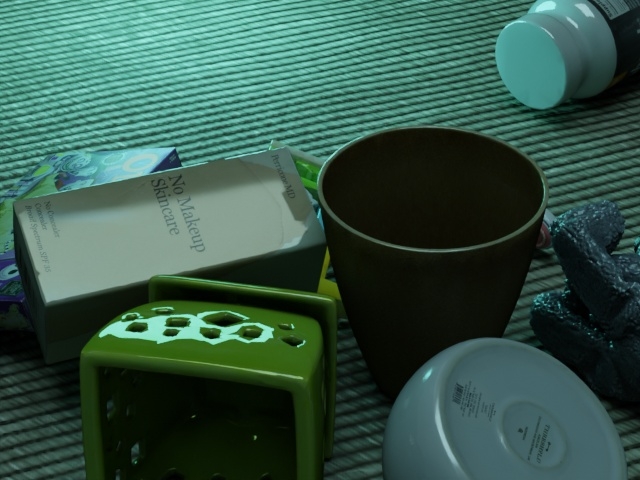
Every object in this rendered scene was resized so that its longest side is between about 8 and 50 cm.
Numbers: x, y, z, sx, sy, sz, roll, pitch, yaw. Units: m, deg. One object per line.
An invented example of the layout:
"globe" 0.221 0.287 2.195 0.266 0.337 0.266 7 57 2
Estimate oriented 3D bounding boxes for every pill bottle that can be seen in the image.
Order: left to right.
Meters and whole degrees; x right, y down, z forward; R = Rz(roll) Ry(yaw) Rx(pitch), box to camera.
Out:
"pill bottle" 0.388 -0.294 2.282 0.278 0.162 0.162 -30 44 -34

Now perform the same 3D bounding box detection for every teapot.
"teapot" 0.152 0.233 1.525 0.256 0.187 0.252 -8 60 -39

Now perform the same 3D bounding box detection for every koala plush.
"koala plush" 0.380 0.059 1.772 0.221 0.196 0.203 -22 52 -28

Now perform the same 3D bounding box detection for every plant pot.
"plant pot" -0.095 0.164 1.593 0.228 0.227 0.207 6 29 10
"plant pot" 0.116 0.046 1.719 0.237 0.254 0.237 -1 34 0

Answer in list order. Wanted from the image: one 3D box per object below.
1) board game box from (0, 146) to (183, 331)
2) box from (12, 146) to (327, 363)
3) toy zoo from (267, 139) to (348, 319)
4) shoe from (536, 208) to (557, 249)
"board game box" -0.334 -0.007 1.936 0.208 0.056 0.347 3 33 28
"box" -0.163 0.014 1.740 0.311 0.121 0.148 -14 58 -18
"toy zoo" 0.000 0.000 1.924 0.192 0.030 0.293 21 36 -6
"shoe" 0.206 -0.019 1.982 0.081 0.063 0.178 -31 40 -34
